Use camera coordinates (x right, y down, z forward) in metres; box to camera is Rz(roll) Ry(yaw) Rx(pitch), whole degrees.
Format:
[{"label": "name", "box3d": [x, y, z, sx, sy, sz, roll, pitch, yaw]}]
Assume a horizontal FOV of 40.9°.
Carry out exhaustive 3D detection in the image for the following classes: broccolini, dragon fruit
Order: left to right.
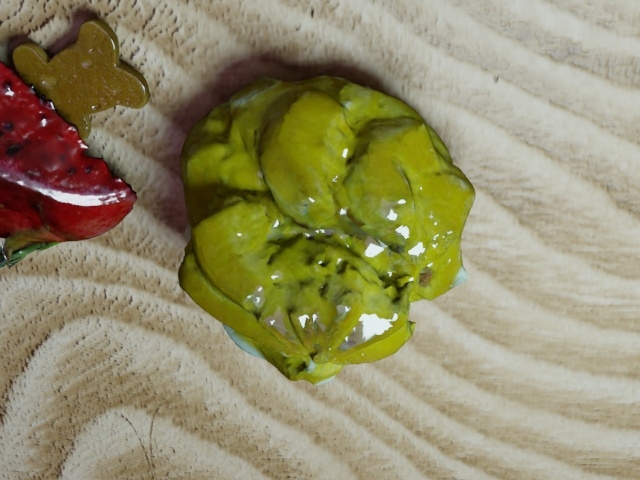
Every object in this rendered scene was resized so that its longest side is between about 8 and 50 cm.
[{"label": "dragon fruit", "box3d": [-0.427, -0.090, 1.067, 0.282, 0.100, 0.343, -30, 115, 35]}, {"label": "broccolini", "box3d": [-0.414, 0.012, 1.188, 0.140, 0.030, 0.035, -21, 80, 11]}]

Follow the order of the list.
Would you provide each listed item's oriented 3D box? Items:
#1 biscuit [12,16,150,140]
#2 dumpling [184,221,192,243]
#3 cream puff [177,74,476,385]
[{"label": "biscuit", "box3d": [-0.319, -0.188, 1.057, 0.205, 0.031, 0.138, -24, 117, 18]}, {"label": "dumpling", "box3d": [-0.157, -0.002, 1.137, 0.052, 0.057, 0.076, 22, 119, -8]}, {"label": "cream puff", "box3d": [0.000, 0.000, 1.004, 0.378, 0.275, 0.378, 2, 117, 4]}]
